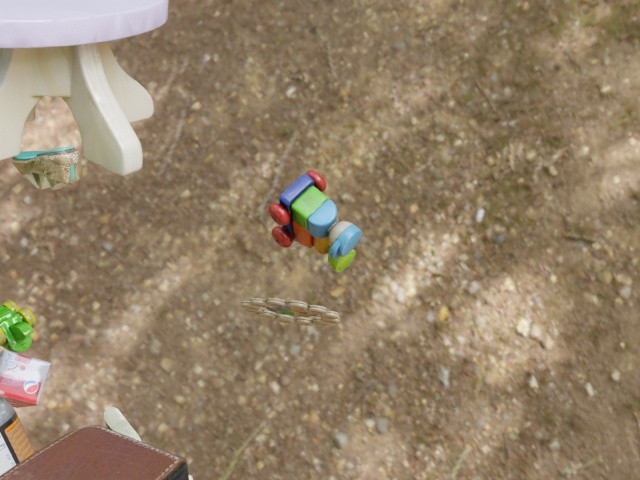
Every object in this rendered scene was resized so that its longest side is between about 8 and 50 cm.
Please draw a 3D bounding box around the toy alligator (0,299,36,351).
[{"bbox_3d":[-0.426,0.111,1.206,0.190,0.051,0.056,14,35,41],"label":"toy alligator"}]

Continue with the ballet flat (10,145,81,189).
[{"bbox_3d":[-0.451,-0.116,1.504,0.073,0.067,0.206,-16,12,-34],"label":"ballet flat"}]

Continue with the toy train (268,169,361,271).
[{"bbox_3d":[0.000,0.000,1.553,0.143,0.248,0.105,41,72,18],"label":"toy train"}]

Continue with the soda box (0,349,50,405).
[{"bbox_3d":[-0.592,0.269,1.757,0.263,0.092,0.083,-24,49,62],"label":"soda box"}]

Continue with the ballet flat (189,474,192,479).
[{"bbox_3d":[-0.232,0.458,1.520,0.116,0.342,0.124,3,53,42],"label":"ballet flat"}]

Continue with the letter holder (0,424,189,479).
[{"bbox_3d":[-0.278,0.288,0.750,0.215,0.152,0.302,14,32,29],"label":"letter holder"}]

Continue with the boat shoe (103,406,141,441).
[{"bbox_3d":[-0.406,0.405,1.905,0.049,0.133,0.042,-30,-7,-14],"label":"boat shoe"}]

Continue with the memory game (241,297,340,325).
[{"bbox_3d":[-0.053,0.133,1.688,0.186,0.186,0.012,-4,70,35],"label":"memory game"}]

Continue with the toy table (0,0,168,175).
[{"bbox_3d":[-0.283,-0.180,0.968,0.274,0.160,0.252,-16,34,-37],"label":"toy table"}]

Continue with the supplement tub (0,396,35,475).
[{"bbox_3d":[-0.468,0.346,1.236,0.194,0.315,0.193,-22,6,3],"label":"supplement tub"}]
